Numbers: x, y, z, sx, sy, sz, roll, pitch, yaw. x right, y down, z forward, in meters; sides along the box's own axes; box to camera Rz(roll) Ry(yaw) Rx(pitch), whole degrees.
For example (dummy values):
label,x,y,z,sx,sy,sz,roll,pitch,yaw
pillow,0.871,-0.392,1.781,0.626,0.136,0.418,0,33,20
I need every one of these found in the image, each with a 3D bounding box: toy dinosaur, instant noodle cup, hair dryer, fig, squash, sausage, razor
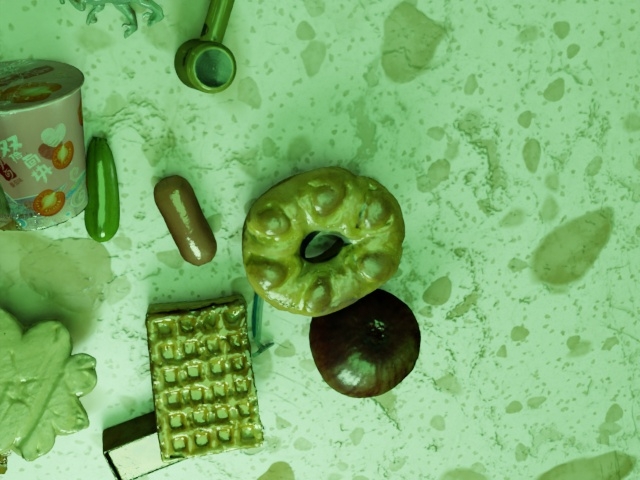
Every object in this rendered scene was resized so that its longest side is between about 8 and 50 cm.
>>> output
label,x,y,z,sx,sy,sz,roll,pitch,yaw
toy dinosaur,-0.326,-0.435,1.506,0.242,0.053,0.167,-17,112,-3
instant noodle cup,-0.504,-0.158,1.485,0.243,0.243,0.231,-8,120,-12
hair dryer,-0.174,-0.395,1.533,0.090,0.135,0.278,15,98,-21
fig,0.088,0.207,1.822,0.235,0.214,0.235,0,89,3
squash,-0.406,-0.093,1.629,0.066,0.066,0.201,-3,106,-14
sausage,-0.257,-0.037,1.687,0.077,0.077,0.194,-24,117,-4
razor,-0.122,0.143,1.821,0.037,0.068,0.191,11,109,24

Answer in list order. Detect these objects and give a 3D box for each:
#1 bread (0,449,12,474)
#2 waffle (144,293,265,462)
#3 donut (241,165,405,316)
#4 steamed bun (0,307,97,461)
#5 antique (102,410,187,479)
label,x,y,z,sx,sy,sz,roll,pitch,yaw
bread,-0.635,0.377,1.753,0.156,0.086,0.125,-46,114,5
waffle,-0.233,0.270,1.762,0.213,0.091,0.308,-7,94,-13
donut,0.000,0.000,1.712,0.317,0.150,0.299,14,99,-17
steamed bun,-0.582,0.271,1.663,0.295,0.137,0.292,-26,89,-30
antique,-0.296,0.402,1.857,0.310,0.087,0.093,-20,115,-6
